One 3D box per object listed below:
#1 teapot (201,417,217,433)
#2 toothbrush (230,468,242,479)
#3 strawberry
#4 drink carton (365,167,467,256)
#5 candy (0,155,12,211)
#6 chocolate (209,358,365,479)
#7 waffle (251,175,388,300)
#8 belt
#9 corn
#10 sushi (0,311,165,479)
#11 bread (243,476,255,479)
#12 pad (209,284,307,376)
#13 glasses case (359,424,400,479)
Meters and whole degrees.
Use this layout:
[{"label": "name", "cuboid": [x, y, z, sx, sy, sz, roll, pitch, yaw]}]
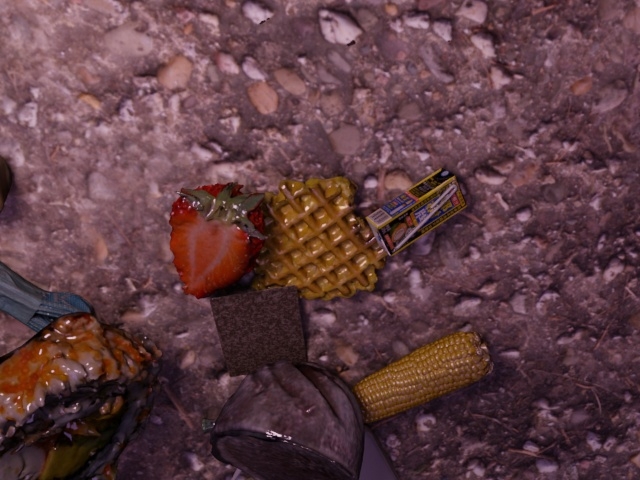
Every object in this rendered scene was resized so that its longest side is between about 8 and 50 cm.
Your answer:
[{"label": "teapot", "cuboid": [-0.186, 0.369, 1.717, 0.111, 0.042, 0.042, -7, 122, 0]}, {"label": "toothbrush", "cuboid": [-0.153, 0.456, 1.788, 0.025, 0.020, 0.286, 31, 114, -16]}, {"label": "strawberry", "cuboid": [-0.164, 0.004, 1.447, 0.175, 0.098, 0.228, 15, 129, 12]}, {"label": "drink carton", "cuboid": [0.167, -0.049, 1.469, 0.166, 0.056, 0.071, -33, 124, -7]}, {"label": "candy", "cuboid": [-0.611, -0.083, 1.341, 0.234, 0.104, 0.102, -9, 127, -2]}, {"label": "chocolate", "cuboid": [-0.038, 0.335, 1.604, 0.303, 0.213, 0.303, 13, 148, 8]}, {"label": "waffle", "cuboid": [0.000, 0.001, 1.506, 0.291, 0.051, 0.291, -3, 125, -5]}, {"label": "belt", "cuboid": [-0.529, 0.085, 1.477, 0.302, 0.072, 0.087, 35, 116, -27]}, {"label": "corn", "cuboid": [0.189, 0.269, 1.673, 0.305, 0.106, 0.106, -27, 122, 14]}, {"label": "sushi", "cuboid": [-0.446, 0.306, 1.466, 0.418, 0.176, 0.417, -32, 148, -23]}, {"label": "bread", "cuboid": [-0.121, 0.526, 1.822, 0.109, 0.043, 0.062, -29, 119, 9]}, {"label": "pad", "cuboid": [-0.111, 0.173, 1.598, 0.158, 0.003, 0.235, -9, 134, -2]}, {"label": "glasses case", "cuboid": [0.101, 0.478, 1.812, 0.092, 0.059, 0.233, -26, 121, 7]}]
